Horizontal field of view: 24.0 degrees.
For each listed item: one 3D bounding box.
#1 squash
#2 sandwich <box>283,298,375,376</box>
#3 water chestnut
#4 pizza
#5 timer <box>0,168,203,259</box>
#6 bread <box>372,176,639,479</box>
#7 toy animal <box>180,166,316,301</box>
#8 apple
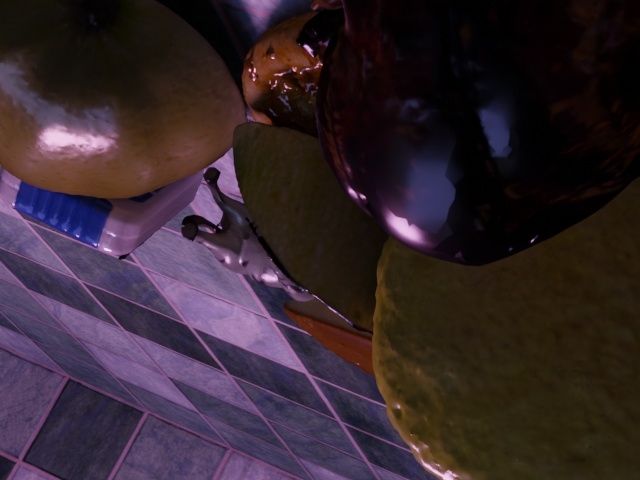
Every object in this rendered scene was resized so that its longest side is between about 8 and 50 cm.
[{"bbox_3d":[0.000,0.000,1.394,0.237,0.155,0.204,33,164,-7],"label":"squash"},{"bbox_3d":[0.079,0.097,1.899,0.235,0.122,0.128,17,156,38],"label":"sandwich"},{"bbox_3d":[0.116,-0.127,1.018,0.244,0.289,0.289,58,173,22],"label":"water chestnut"},{"bbox_3d":[0.038,-0.123,1.398,0.226,0.086,0.335,36,160,-17],"label":"pizza"},{"bbox_3d":[-0.258,-0.065,1.793,0.178,0.078,0.253,25,-157,8],"label":"timer"},{"bbox_3d":[0.234,0.099,1.301,0.348,0.348,0.308,19,163,26],"label":"bread"},{"bbox_3d":[-0.035,0.016,1.617,0.255,0.090,0.170,28,168,9],"label":"toy animal"},{"bbox_3d":[-0.253,-0.196,1.552,0.320,0.312,0.360,-11,177,-12],"label":"apple"}]
